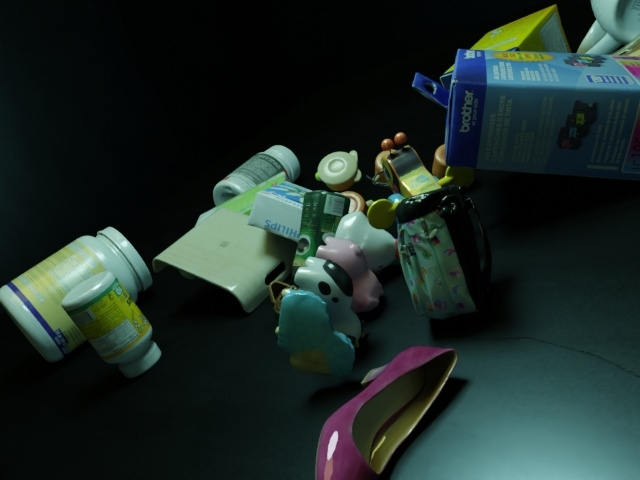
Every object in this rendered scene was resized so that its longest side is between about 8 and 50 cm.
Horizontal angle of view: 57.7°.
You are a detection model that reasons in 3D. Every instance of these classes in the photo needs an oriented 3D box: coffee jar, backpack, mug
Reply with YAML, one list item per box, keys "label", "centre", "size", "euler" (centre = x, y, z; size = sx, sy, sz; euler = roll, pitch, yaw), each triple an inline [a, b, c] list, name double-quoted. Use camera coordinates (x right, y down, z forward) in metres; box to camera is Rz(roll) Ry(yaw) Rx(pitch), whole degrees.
- label: "coffee jar"
  centre: [0.000, 0.000, 1.122]
  size: [0.079, 0.184, 0.096]
  euler: [12, -5, -31]
- label: "backpack"
  centre: [0.172, 0.019, 0.823]
  size: [0.115, 0.182, 0.152]
  euler: [-15, 3, 29]
- label: "mug"
  centre: [0.778, -0.587, 1.431]
  size: [0.374, 0.276, 0.328]
  euler: [-52, 5, 47]

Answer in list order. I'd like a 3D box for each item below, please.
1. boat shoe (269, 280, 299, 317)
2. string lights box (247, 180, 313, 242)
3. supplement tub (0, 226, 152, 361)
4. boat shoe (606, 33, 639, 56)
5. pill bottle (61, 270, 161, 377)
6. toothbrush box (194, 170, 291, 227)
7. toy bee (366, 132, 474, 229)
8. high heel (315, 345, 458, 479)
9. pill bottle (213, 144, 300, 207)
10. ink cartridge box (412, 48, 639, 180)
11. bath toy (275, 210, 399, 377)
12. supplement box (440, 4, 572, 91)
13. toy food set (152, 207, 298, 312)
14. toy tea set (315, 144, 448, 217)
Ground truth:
- label: "boat shoe"
  centre: [-0.055, 0.117, 1.062]
  size: [0.064, 0.060, 0.178]
  euler: [-34, 20, -14]
- label: "string lights box"
  centre: [-0.061, -0.067, 1.322]
  size: [0.133, 0.077, 0.260]
  euler: [20, 13, 5]
- label: "supplement tub"
  centre: [-0.650, 0.138, 1.562]
  size: [0.331, 0.241, 0.241]
  euler: [-39, 22, -28]
- label: "boat shoe"
  centre: [0.631, -0.334, 1.184]
  size: [0.324, 0.122, 0.120]
  euler: [-21, 25, 45]
- label: "pill bottle"
  centre: [-0.421, 0.177, 1.193]
  size: [0.117, 0.208, 0.117]
  euler: [-26, 20, 10]
- label: "toothbrush box"
  centre: [-0.196, -0.052, 1.585]
  size: [0.283, 0.122, 0.206]
  euler: [-26, 21, 7]
- label: "toy bee"
  centre: [0.151, -0.095, 1.019]
  size: [0.195, 0.162, 0.298]
  euler: [-43, 46, -21]
- label: "high heel"
  centre: [0.081, 0.200, 0.641]
  size: [0.117, 0.082, 0.244]
  euler: [-29, 4, 31]
- label: "pill bottle"
  centre: [-0.193, -0.181, 1.847]
  size: [0.161, 0.161, 0.283]
  euler: [-10, 27, 43]
- label: "ink cartridge box"
  centre: [0.356, -0.225, 0.987]
  size: [0.395, 0.151, 0.270]
  euler: [4, 29, 12]
- label: "bath toy"
  centre: [0.047, 0.073, 0.940]
  size: [0.129, 0.151, 0.348]
  euler: [16, 31, 13]
- label: "supplement box"
  centre: [0.479, -0.413, 1.449]
  size: [0.195, 0.194, 0.356]
  euler: [-10, 27, 43]
- label: "toy food set"
  centre: [-0.208, 0.043, 1.330]
  size: [0.306, 0.092, 0.220]
  euler: [18, 45, 33]
- label: "toy tea set"
  centre: [0.158, -0.095, 1.234]
  size: [0.336, 0.124, 0.200]
  euler: [-6, 59, 11]
